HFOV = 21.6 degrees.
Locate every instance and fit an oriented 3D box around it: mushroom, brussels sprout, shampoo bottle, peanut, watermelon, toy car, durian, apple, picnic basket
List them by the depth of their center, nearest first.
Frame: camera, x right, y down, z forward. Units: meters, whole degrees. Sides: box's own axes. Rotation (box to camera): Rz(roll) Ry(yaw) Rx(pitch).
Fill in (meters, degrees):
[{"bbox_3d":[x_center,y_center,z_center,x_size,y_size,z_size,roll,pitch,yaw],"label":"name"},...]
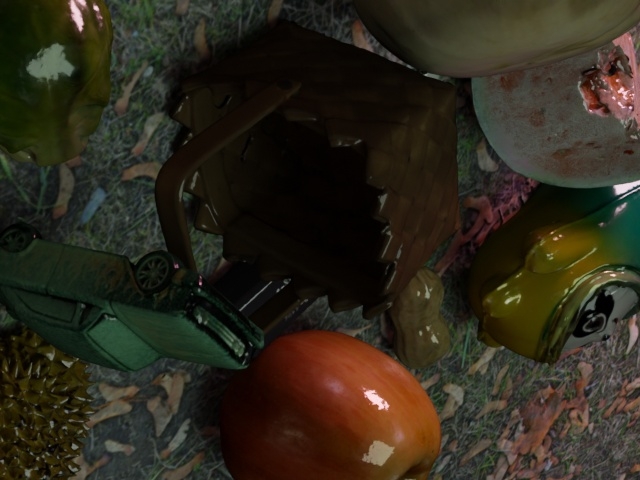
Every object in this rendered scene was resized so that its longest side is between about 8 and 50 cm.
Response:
[{"bbox_3d":[-0.265,-0.159,1.543,0.161,0.144,0.180,-49,142,-67],"label":"brussels sprout"},{"bbox_3d":[-0.212,0.063,1.606,0.141,0.321,0.097,47,60,-49],"label":"toy car"},{"bbox_3d":[-0.037,-0.049,1.718,0.321,0.291,0.254,-42,140,-34],"label":"picnic basket"},{"bbox_3d":[0.213,-0.320,1.723,0.353,0.325,0.353,-17,120,-32],"label":"mushroom"},{"bbox_3d":[-0.307,0.212,1.762,0.183,0.138,0.249,2,109,-35],"label":"durian"},{"bbox_3d":[0.000,-0.001,1.958,0.309,0.071,0.098,-44,136,-16],"label":"shampoo bottle"},{"bbox_3d":[0.011,0.234,1.983,0.242,0.241,0.242,-38,144,-35],"label":"apple"},{"bbox_3d":[0.286,-0.213,2.048,0.175,0.188,0.321,-70,146,-60],"label":"watermelon"},{"bbox_3d":[0.125,0.096,2.131,0.082,0.082,0.187,-33,136,-24],"label":"peanut"}]

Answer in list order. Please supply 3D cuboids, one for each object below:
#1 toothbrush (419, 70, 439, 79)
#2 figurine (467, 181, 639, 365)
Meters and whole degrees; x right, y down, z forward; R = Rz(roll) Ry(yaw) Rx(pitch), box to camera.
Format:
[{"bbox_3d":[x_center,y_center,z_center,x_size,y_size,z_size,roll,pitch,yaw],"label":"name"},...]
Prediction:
[{"bbox_3d":[0.176,-0.335,1.924,0.040,0.040,0.386,-5,119,-42],"label":"toothbrush"},{"bbox_3d":[0.338,0.013,2.191,0.340,0.231,0.323,-35,162,-12],"label":"figurine"}]
